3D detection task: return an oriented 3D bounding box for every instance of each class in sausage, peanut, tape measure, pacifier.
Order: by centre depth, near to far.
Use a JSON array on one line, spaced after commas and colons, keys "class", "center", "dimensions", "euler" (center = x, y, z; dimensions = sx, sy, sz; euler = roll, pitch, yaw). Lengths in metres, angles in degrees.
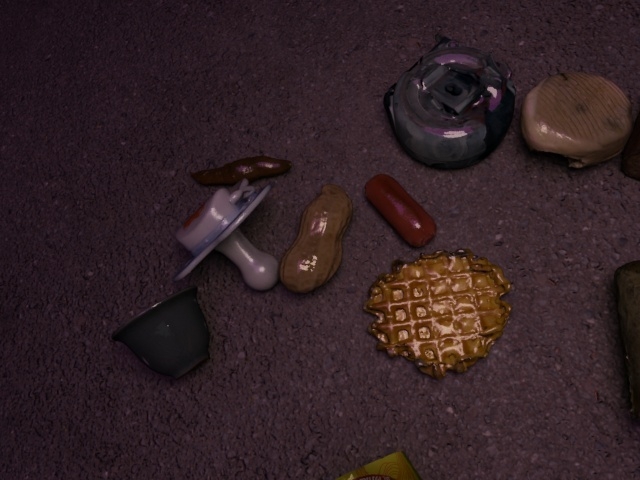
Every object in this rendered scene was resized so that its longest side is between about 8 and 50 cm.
[{"class": "peanut", "center": [0.000, 0.000, 0.995], "dimensions": [0.124, 0.123, 0.256], "euler": [19, 71, 18]}, {"class": "sausage", "center": [0.169, -0.068, 0.996], "dimensions": [0.077, 0.077, 0.194], "euler": [-38, 69, -1]}, {"class": "tape measure", "center": [0.276, -0.295, 1.005], "dimensions": [0.256, 0.147, 0.275], "euler": [-45, 67, -3]}, {"class": "pacifier", "center": [-0.178, 0.011, 1.010], "dimensions": [0.300, 0.244, 0.233], "euler": [-39, 99, 23]}]

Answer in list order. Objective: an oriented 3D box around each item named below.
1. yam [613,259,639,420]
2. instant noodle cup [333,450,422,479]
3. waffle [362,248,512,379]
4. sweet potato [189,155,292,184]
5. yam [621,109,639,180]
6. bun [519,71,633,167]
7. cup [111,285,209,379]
[{"class": "yam", "center": [0.596, 0.166, 0.754], "dimensions": [0.196, 0.195, 0.299], "euler": [1, 73, 13]}, {"class": "instant noodle cup", "center": [0.081, 0.495, 0.729], "dimensions": [0.312, 0.311, 0.221], "euler": [-30, 58, 2]}, {"class": "waffle", "center": [0.230, 0.129, 0.922], "dimensions": [0.262, 0.060, 0.280], "euler": [35, 83, 21]}, {"class": "sweet potato", "center": [-0.197, -0.166, 1.120], "dimensions": [0.274, 0.067, 0.067], "euler": [-5, 71, 14]}, {"class": "yam", "center": [0.701, -0.255, 0.905], "dimensions": [0.131, 0.131, 0.279], "euler": [24, 80, 19]}, {"class": "bun", "center": [0.515, -0.239, 0.947], "dimensions": [0.237, 0.116, 0.209], "euler": [-27, 64, -12]}, {"class": "cup", "center": [-0.309, 0.209, 0.976], "dimensions": [0.199, 0.199, 0.149], "euler": [-34, 86, 1]}]
